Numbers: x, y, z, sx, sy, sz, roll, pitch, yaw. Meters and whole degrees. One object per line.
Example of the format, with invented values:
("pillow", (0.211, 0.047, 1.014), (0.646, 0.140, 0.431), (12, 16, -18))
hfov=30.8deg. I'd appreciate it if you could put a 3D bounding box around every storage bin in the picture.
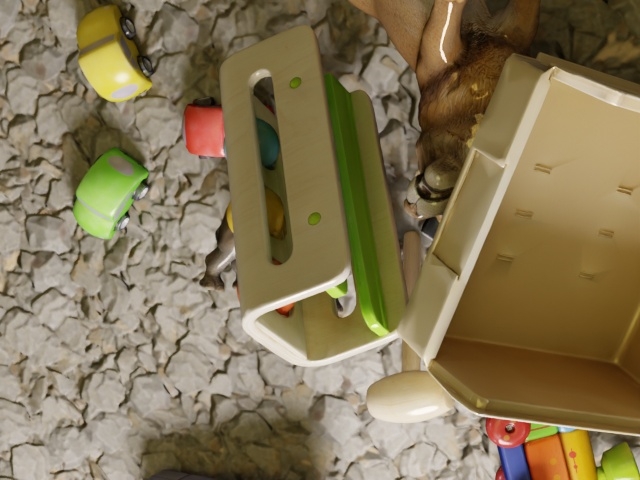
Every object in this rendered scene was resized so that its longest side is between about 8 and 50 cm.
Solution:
("storage bin", (0.230, 0.008, 0.932), (0.260, 0.123, 0.262), (11, 109, -30))

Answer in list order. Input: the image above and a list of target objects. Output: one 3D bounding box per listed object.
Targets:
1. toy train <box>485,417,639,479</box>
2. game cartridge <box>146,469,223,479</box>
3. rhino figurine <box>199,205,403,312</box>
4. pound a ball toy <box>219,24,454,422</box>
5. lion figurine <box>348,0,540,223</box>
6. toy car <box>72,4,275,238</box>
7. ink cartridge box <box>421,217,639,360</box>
("toy train", (0.246, 0.239, 1.130), (0.143, 0.105, 0.248), (-14, 98, 4))
("game cartridge", (-0.078, 0.434, 1.246), (0.230, 0.068, 0.355), (4, 104, 34))
("rhino figurine", (0.008, 0.018, 1.150), (0.243, 0.073, 0.106), (11, 94, 9))
("pound a ball toy", (0.000, 0.000, 1.048), (0.135, 0.208, 0.319), (-21, 56, 21))
("lion figurine", (0.089, -0.205, 1.023), (0.142, 0.240, 0.392), (-14, 59, -13))
("toy car", (-0.191, -0.094, 1.188), (0.239, 0.053, 0.225), (34, 108, 6))
("ink cartridge box", (0.295, 0.017, 1.082), (0.371, 0.069, 0.176), (32, 108, 4))
